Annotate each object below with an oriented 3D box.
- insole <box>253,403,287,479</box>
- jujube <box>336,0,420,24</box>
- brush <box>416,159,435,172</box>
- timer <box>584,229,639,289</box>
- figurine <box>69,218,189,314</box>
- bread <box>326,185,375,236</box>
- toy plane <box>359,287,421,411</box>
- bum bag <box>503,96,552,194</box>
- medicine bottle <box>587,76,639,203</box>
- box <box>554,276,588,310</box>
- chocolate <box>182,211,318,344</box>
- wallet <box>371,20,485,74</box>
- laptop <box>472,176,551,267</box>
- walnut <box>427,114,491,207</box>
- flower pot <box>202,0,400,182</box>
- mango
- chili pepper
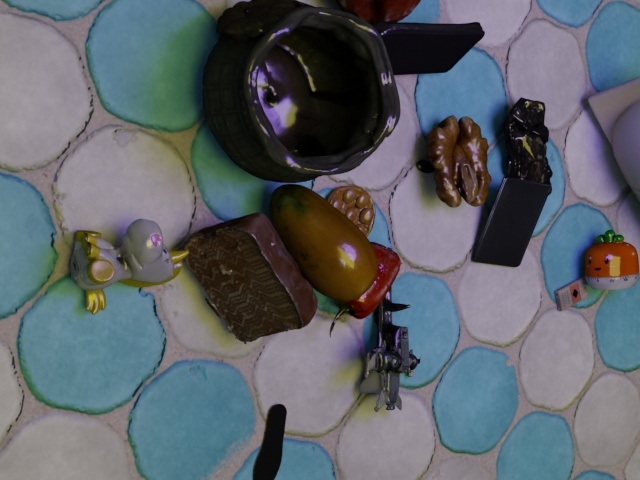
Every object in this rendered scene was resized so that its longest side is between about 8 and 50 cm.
[{"bbox_3d":[-0.086,0.355,1.566,0.053,0.002,0.152,9,90,-32],"label":"insole"},{"bbox_3d":[0.106,-0.471,1.522,0.168,0.168,0.236,33,60,-30],"label":"jujube"},{"bbox_3d":[0.212,-0.133,1.702,0.083,0.008,0.024,12,84,-32],"label":"brush"},{"bbox_3d":[0.612,0.040,1.916,0.136,0.099,0.136,-11,105,-43],"label":"timer"},{"bbox_3d":[-0.283,0.029,1.364,0.178,0.109,0.129,-19,132,-23],"label":"figurine"},{"bbox_3d":[0.050,-0.043,1.600,0.110,0.024,0.110,-3,95,-31],"label":"bread"},{"bbox_3d":[0.129,0.173,1.634,0.192,0.088,0.262,12,85,-60],"label":"toy plane"},{"bbox_3d":[0.406,-0.161,1.787,0.102,0.069,0.248,-33,127,-40],"label":"bum bag"},{"bbox_3d":[0.743,-0.180,1.897,0.236,0.236,0.406,-48,117,-19],"label":"medicine bottle"},{"bbox_3d":[0.528,0.112,1.922,0.083,0.012,0.046,-23,106,-28],"label":"box"},{"bbox_3d":[-0.109,0.052,1.443,0.214,0.148,0.093,62,29,-21],"label":"chocolate"},{"bbox_3d":[0.162,-0.333,1.576,0.250,0.149,0.044,-8,73,-29],"label":"wallet"},{"bbox_3d":[0.372,-0.034,1.778,0.129,0.016,0.180,7,109,-32],"label":"laptop"},{"bbox_3d":[0.248,-0.143,1.680,0.143,0.069,0.170,-1,84,-33],"label":"walnut"},{"bbox_3d":[-0.036,-0.242,1.416,0.302,0.213,0.301,-4,98,-32],"label":"flower pot"},{"bbox_3d":[0.001,0.003,1.497,0.120,0.151,0.221,-42,84,-14],"label":"mango"},{"bbox_3d":[0.062,0.091,1.584,0.192,0.086,0.084,-55,139,-26],"label":"chili pepper"}]
